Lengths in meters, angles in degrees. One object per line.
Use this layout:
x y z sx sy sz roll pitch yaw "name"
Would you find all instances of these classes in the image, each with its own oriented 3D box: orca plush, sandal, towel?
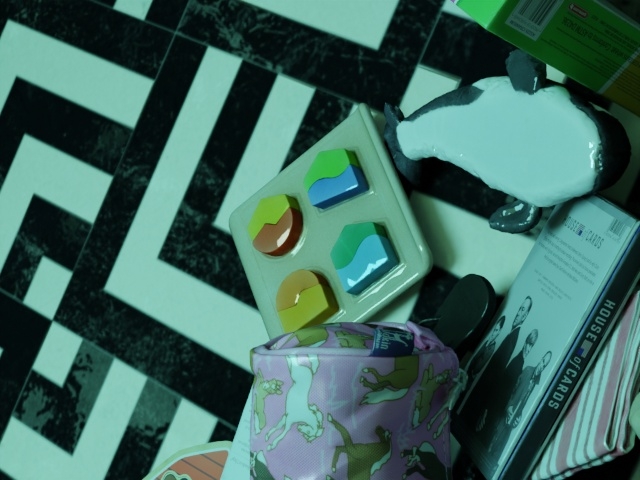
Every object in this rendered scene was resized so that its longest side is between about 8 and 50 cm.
0.178 -0.078 1.632 0.287 0.102 0.151 -16 78 55 "orca plush"
0.090 0.101 1.653 0.179 0.040 0.067 -60 41 26 "sandal"
0.202 0.131 1.509 0.197 0.029 0.144 -38 28 57 "towel"

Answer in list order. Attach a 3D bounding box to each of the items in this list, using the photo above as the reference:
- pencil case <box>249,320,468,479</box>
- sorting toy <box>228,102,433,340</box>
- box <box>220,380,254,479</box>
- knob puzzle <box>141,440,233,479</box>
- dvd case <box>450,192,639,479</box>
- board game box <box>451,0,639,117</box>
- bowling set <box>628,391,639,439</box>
0.036 0.259 1.526 0.167 0.160 0.386 -1 92 39 "pencil case"
0.000 0.000 1.772 0.208 0.038 0.193 -41 53 29 "sorting toy"
-0.018 0.217 1.669 0.130 0.091 0.170 17 87 60 "box"
-0.126 0.279 1.803 0.213 0.030 0.213 -14 67 37 "knob puzzle"
0.183 0.074 1.551 0.239 0.029 0.179 -61 15 6 "dvd case"
0.133 -0.242 1.617 0.064 0.242 0.316 -55 48 12 "board game box"
0.372 0.057 1.407 0.287 0.154 0.200 -27 41 33 "bowling set"
